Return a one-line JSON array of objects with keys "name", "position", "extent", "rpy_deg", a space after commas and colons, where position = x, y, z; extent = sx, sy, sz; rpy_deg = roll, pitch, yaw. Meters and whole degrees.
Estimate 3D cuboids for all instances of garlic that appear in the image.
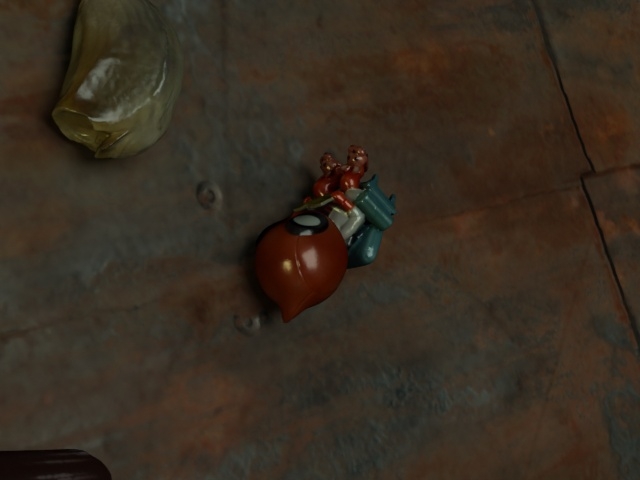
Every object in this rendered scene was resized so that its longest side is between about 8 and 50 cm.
[{"name": "garlic", "position": [-0.129, -0.121, 0.878], "extent": [0.084, 0.066, 0.152], "rpy_deg": [25, 61, -35]}]

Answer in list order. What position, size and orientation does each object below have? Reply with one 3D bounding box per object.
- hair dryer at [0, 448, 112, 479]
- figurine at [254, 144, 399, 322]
[{"name": "hair dryer", "position": [-0.208, 0.248, 0.606], "extent": [0.313, 0.123, 0.340], "rpy_deg": [11, 60, -51]}, {"name": "figurine", "position": [0.000, 0.000, 0.965], "extent": [0.075, 0.068, 0.140], "rpy_deg": [52, 52, -22]}]
